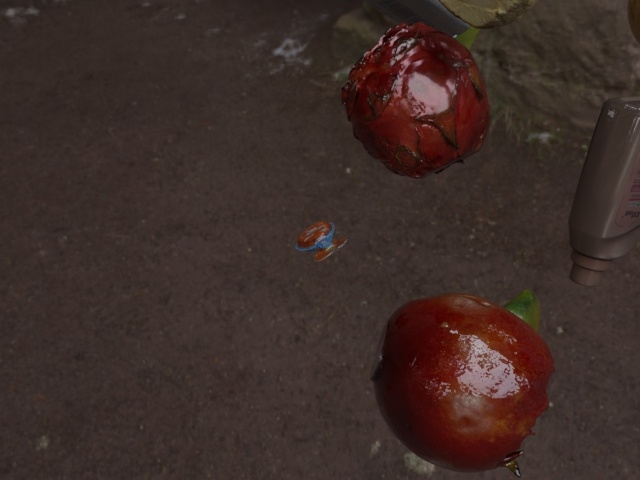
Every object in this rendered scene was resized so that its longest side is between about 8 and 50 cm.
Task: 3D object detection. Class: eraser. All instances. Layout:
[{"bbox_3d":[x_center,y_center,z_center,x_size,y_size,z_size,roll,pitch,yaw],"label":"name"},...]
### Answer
[{"bbox_3d":[0.205,-0.527,1.534,0.227,0.081,0.174,20,-8,-37],"label":"eraser"}]

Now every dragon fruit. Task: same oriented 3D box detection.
[{"bbox_3d":[0.190,-0.274,1.407,0.296,0.301,0.295,-26,0,0],"label":"dragon fruit"}]

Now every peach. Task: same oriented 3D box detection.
[{"bbox_3d":[0.256,0.266,1.380,0.310,0.335,0.406,21,8,-5],"label":"peach"}]

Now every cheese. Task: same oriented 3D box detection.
[{"bbox_3d":[0.000,0.000,1.589,0.106,0.037,0.256,-37,15,-5],"label":"cheese"}]

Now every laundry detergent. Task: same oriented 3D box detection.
[{"bbox_3d":[0.392,-0.060,0.879,0.171,0.237,0.076,-10,29,-33],"label":"laundry detergent"}]

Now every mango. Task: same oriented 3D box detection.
[{"bbox_3d":[0.496,0.205,1.734,0.085,0.122,0.191,-9,12,47],"label":"mango"}]

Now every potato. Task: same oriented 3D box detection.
[{"bbox_3d":[0.329,-0.486,1.752,0.054,0.119,0.198,40,98,28],"label":"potato"}]

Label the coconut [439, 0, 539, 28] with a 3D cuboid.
[{"bbox_3d":[0.304,-0.495,1.140,0.239,0.239,0.244,23,59,32],"label":"coconut"}]

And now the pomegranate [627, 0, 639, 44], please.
[{"bbox_3d":[0.601,-0.388,1.148,0.196,0.196,0.196,-3,36,2],"label":"pomegranate"}]
